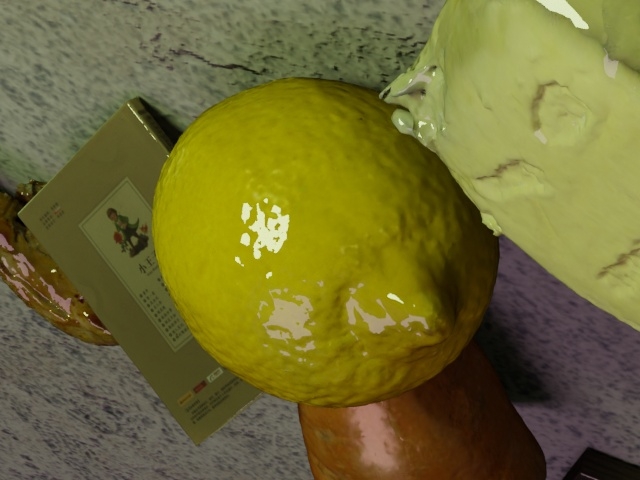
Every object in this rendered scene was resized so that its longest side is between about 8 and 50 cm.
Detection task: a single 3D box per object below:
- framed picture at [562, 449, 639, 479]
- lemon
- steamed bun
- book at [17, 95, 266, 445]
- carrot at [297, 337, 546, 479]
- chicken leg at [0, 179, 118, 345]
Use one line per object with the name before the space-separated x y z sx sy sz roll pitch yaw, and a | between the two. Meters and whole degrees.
framed picture | 0.261 0.220 1.308 0.168 0.023 0.128 21 151 3
lemon | 0.000 0.000 0.966 0.244 0.187 0.187 39 171 48
steamed bun | 0.179 -0.063 0.754 0.273 0.166 0.232 32 159 9
book | -0.099 0.023 1.105 0.138 0.016 0.198 -39 87 37
carrot | 0.046 0.091 1.148 0.159 0.159 0.225 2 130 33
chicken leg | -0.189 0.004 1.196 0.207 0.085 0.101 32 149 -20
